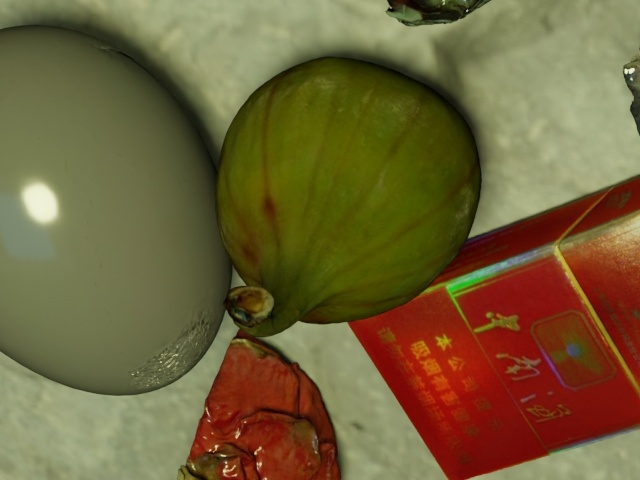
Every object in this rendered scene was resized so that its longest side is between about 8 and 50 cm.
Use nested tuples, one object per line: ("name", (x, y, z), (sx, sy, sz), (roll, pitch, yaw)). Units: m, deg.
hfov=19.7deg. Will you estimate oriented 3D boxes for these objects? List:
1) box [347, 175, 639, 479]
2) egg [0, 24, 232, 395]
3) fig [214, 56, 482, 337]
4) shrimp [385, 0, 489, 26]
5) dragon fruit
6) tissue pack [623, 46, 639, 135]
("box", (0.115, 0.046, 0.902), (0.175, 0.048, 0.112), (-23, 109, 31))
("egg", (-0.120, -0.011, 0.899), (0.146, 0.146, 0.199), (-9, 123, 26))
("fig", (0.000, 0.000, 0.805), (0.124, 0.236, 0.124), (5, 115, 11))
("shrimp", (0.091, -0.158, 0.789), (0.174, 0.076, 0.082), (-46, 56, 40))
("dragon fruit", (-0.038, 0.145, 0.990), (0.083, 0.106, 0.162), (22, 123, 7))
("tissue pack", (0.254, -0.009, 0.798), (0.173, 0.073, 0.235), (-17, 112, 29))
